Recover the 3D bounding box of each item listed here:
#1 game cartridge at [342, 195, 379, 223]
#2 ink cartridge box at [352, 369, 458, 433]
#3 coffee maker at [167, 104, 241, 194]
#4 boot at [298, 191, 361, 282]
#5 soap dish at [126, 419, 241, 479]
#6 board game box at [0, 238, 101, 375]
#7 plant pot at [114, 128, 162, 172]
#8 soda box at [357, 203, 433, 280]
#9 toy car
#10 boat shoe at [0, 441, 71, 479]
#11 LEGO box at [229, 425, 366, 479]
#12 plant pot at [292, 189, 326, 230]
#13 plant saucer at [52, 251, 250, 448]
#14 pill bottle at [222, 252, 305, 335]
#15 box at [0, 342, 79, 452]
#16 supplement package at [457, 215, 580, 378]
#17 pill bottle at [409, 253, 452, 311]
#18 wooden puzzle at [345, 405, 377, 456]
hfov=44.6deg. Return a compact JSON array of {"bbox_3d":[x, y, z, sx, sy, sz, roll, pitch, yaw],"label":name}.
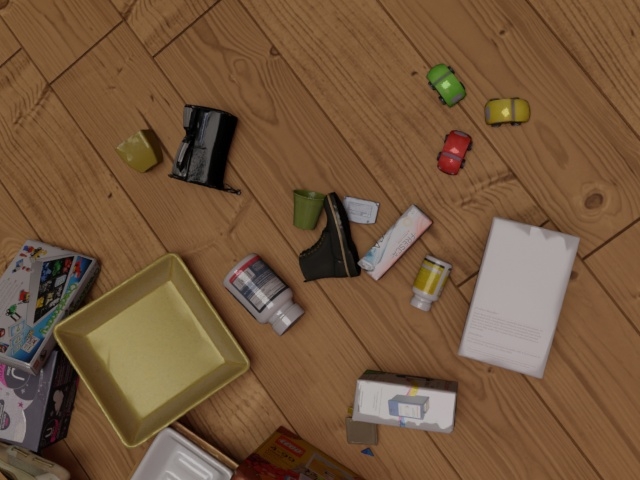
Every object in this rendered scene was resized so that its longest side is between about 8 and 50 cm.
[{"bbox_3d":[0.088,-0.067,1.774,0.083,0.017,0.056,13,89,11],"label":"game cartridge"},{"bbox_3d":[0.187,0.344,1.684,0.212,0.154,0.093,7,91,12],"label":"ink cartridge box"},{"bbox_3d":[-0.249,-0.212,1.804,0.171,0.120,0.178,14,94,-12],"label":"coffee maker"},{"bbox_3d":[0.000,0.000,1.750,0.137,0.077,0.198,-12,100,16],"label":"boot"},{"bbox_3d":[-0.328,0.579,1.809,0.229,0.118,0.291,32,97,10],"label":"soap dish"},{"bbox_3d":[-0.675,0.149,1.826,0.193,0.053,0.305,16,57,11],"label":"board game box"},{"bbox_3d":[-0.421,-0.206,1.847,0.081,0.081,0.083,-32,94,10],"label":"plant pot"},{"bbox_3d":[0.168,0.005,1.737,0.063,0.058,0.183,44,97,8],"label":"soda box"},{"bbox_3d":[0.309,-0.292,1.708,0.239,0.053,0.225,-36,84,9],"label":"toy car"},{"bbox_3d":[-0.701,0.535,1.864,0.302,0.098,0.109,11,137,43],"label":"boat shoe"},{"bbox_3d":[0.038,0.634,1.606,0.500,0.372,0.193,31,96,9],"label":"LEGO box"},{"bbox_3d":[-0.030,-0.067,1.772,0.083,0.083,0.079,14,105,11],"label":"plant pot"},{"bbox_3d":[-0.384,0.249,1.802,0.333,0.081,0.333,-34,83,-10],"label":"plant saucer"},{"bbox_3d":[-0.125,0.126,1.771,0.180,0.108,0.108,46,98,8],"label":"pill bottle"},{"bbox_3d":[-0.688,0.352,1.869,0.163,0.142,0.247,14,93,11],"label":"box"},{"bbox_3d":[0.409,0.112,1.628,0.177,0.175,0.293,16,93,12],"label":"supplement package"},{"bbox_3d":[0.240,0.094,1.718,0.065,0.065,0.116,23,94,10],"label":"pill bottle"},{"bbox_3d":[0.093,0.430,1.765,0.079,0.014,0.116,8,110,15],"label":"wooden puzzle"}]
